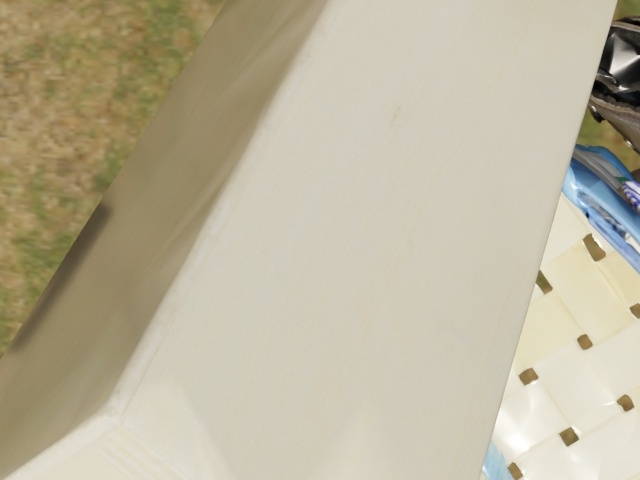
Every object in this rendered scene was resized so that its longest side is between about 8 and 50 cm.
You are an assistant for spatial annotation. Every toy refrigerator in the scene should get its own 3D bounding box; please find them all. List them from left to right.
[{"bbox_3d":[0.000,0.000,0.439,0.094,0.102,0.269,41,40,-16],"label":"toy refrigerator"}]

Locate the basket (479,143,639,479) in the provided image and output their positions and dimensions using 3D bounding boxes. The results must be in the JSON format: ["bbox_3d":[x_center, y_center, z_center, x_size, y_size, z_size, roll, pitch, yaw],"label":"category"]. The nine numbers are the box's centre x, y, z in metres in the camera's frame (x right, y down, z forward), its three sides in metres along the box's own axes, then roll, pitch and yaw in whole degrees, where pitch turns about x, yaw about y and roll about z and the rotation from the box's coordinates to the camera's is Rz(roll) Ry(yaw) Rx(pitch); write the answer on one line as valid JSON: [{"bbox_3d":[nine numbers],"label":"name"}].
[{"bbox_3d":[0.059,0.085,0.570,0.254,0.201,0.289,54,34,2],"label":"basket"}]

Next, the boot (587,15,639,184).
[{"bbox_3d":[0.185,-0.038,0.774,0.229,0.263,0.091,36,82,-36],"label":"boot"}]
